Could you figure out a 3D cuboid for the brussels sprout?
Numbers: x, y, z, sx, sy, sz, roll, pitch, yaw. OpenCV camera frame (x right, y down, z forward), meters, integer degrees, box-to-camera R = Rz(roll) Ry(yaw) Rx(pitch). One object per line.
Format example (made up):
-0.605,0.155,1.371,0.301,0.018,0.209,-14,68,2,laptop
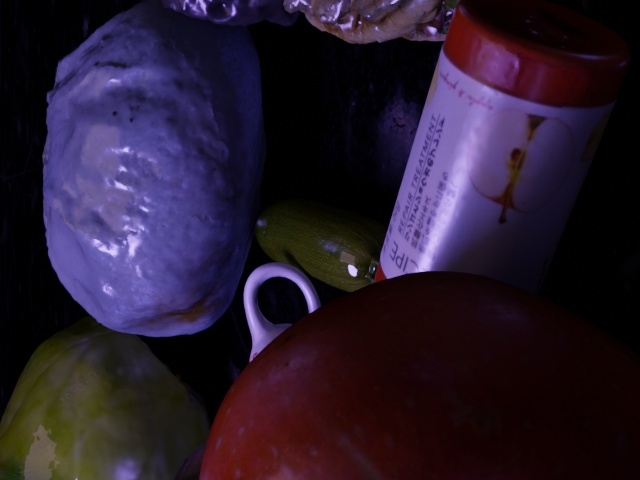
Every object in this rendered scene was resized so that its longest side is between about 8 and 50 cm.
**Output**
-0.250,0.254,1.226,0.344,0.268,0.344,-169,90,-83,brussels sprout

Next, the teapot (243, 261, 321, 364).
-0.026,0.140,0.881,0.159,0.116,0.245,-11,-82,-78,teapot

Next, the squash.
0.000,0.000,0.886,0.258,0.069,0.069,-163,73,-63,squash

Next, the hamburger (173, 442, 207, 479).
-0.028,0.296,0.735,0.318,0.195,0.277,53,137,6,hamburger

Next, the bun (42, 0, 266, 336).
-0.174,-0.075,1.045,0.362,0.211,0.361,180,90,-77,bun

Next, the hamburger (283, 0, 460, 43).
0.069,-0.226,0.695,0.206,0.130,0.183,8,101,45,hamburger

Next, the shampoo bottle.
0.096,-0.006,0.643,0.104,0.104,0.278,-125,40,-48,shampoo bottle

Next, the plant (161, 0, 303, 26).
-0.053,-0.346,0.854,0.194,0.182,0.320,-125,36,-49,plant

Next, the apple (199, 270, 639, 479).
0.069,0.139,0.535,0.216,0.261,0.260,-96,11,-74,apple
